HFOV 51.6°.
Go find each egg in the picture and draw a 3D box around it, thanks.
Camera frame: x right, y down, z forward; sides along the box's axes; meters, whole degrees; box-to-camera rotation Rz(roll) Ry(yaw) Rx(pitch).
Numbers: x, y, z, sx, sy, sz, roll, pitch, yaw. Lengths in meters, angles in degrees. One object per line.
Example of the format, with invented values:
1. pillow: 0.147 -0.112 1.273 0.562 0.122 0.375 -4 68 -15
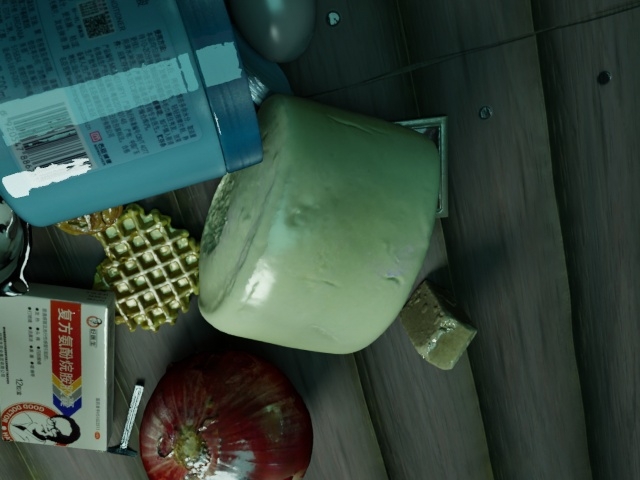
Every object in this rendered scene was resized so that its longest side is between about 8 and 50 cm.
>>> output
1. egg: -0.079 -0.397 1.108 0.146 0.146 0.199 -13 115 -4

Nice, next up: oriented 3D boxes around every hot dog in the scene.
1. hot dog: -0.436 -0.120 1.166 0.160 0.099 0.227 -22 94 17

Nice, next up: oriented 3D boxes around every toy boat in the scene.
1. toy boat: -0.135 -0.292 1.186 0.215 0.088 0.102 43 134 -21

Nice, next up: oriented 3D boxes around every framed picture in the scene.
1. framed picture: 0.111 -0.129 1.310 0.289 0.020 0.211 -7 112 -6

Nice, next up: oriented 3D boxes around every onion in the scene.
1. onion: -0.197 0.368 1.300 0.341 0.341 0.341 -3 111 -8

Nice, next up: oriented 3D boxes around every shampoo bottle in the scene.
1. shampoo bottle: -0.293 -0.218 0.938 0.342 0.331 0.331 -18 113 -9

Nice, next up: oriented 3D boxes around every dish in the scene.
1. dish: -0.629 -0.038 1.169 0.303 0.120 0.303 -2 115 -4

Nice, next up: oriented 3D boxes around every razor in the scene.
1. razor: -0.407 0.390 1.419 0.066 0.033 0.190 15 107 -14

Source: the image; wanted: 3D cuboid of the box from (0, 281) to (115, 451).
1. box: -0.520 0.252 1.305 0.214 0.069 0.353 7 116 -3

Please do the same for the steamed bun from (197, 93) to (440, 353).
1. steamed bun: 0.000 0.000 1.171 0.371 0.290 0.456 14 113 -19

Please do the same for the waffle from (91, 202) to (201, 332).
1. waffle: -0.352 0.061 1.291 0.249 0.056 0.253 32 104 -18

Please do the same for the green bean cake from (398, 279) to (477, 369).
1. green bean cake: 0.237 0.169 1.357 0.085 0.179 0.109 29 107 -19
